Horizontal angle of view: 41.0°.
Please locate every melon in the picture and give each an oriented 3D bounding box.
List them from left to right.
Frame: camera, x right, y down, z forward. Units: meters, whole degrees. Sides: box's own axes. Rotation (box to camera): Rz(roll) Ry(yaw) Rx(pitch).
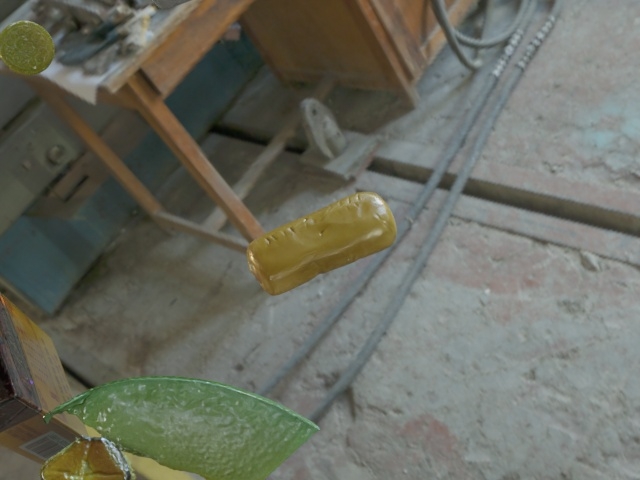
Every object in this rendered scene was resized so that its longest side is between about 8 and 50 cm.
[{"bbox_3d":[-0.138,0.186,0.847,0.053,0.262,0.114,-140,65,-73],"label":"melon"}]

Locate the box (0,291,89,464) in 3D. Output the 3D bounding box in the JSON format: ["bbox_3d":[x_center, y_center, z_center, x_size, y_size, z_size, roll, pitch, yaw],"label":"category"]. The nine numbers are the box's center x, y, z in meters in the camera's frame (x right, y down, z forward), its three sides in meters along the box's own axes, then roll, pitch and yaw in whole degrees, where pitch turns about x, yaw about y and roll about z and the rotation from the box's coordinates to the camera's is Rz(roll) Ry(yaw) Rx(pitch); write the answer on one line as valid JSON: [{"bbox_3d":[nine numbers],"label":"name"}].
[{"bbox_3d":[-0.582,0.249,1.601,0.116,0.415,0.264,-25,68,-7],"label":"box"}]

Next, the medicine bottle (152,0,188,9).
[{"bbox_3d":[-0.127,-0.475,1.207,0.302,0.241,0.241,-21,42,7],"label":"medicine bottle"}]

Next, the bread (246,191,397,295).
[{"bbox_3d":[0.000,0.000,1.717,0.305,0.091,0.142,-24,53,-7],"label":"bread"}]

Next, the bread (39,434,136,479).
[{"bbox_3d":[-0.395,0.398,1.449,0.140,0.069,0.128,-37,77,-23],"label":"bread"}]

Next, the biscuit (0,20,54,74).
[{"bbox_3d":[-0.454,-0.296,1.319,0.084,0.084,0.023,-52,24,-16],"label":"biscuit"}]
